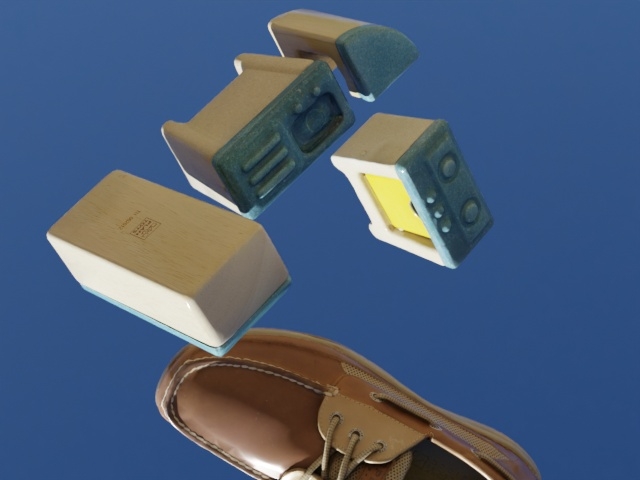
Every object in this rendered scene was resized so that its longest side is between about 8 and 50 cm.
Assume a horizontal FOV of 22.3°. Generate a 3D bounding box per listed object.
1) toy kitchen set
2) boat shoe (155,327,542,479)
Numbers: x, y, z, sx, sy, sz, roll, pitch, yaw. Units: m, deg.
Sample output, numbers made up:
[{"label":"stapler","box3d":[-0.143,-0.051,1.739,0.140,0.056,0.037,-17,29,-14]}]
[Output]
[{"label":"toy kitchen set","box3d":[0.000,0.000,0.845,0.207,0.166,0.122,-45,-141,-21]},{"label":"boat shoe","box3d":[0.033,0.160,1.229,0.324,0.123,0.116,20,-168,-11]}]
